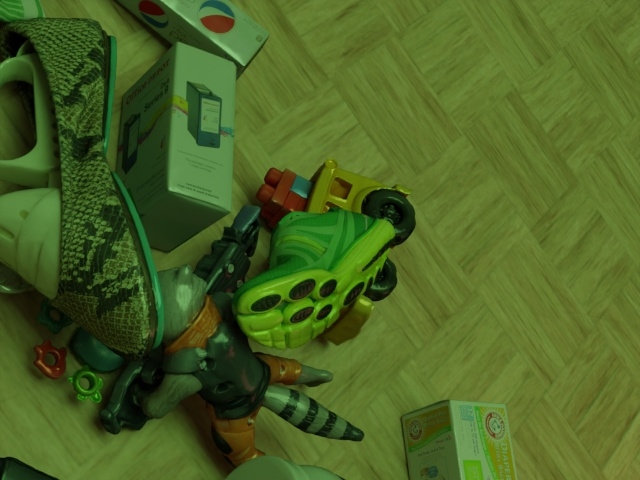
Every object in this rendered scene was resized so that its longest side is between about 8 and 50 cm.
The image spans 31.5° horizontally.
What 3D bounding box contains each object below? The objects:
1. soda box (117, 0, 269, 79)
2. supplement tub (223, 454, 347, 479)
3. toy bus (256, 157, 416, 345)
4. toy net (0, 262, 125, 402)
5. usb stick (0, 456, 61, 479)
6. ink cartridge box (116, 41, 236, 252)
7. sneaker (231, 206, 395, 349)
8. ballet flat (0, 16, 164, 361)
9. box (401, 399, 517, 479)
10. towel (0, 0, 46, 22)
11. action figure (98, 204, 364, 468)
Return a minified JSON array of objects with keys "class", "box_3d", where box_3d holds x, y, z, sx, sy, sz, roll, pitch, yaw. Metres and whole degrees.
[{"class":"soda box","box_3d":[-0.179,-0.309,1.537,0.216,0.069,0.074,38,59,-8]},{"class":"supplement tub","box_3d":[0.012,0.372,1.300,0.272,0.191,0.191,33,52,-34]},{"class":"toy bus","box_3d":[0.000,0.000,1.533,0.211,0.149,0.220,27,57,-12]},{"class":"toy net","box_3d":[-0.319,0.080,1.289,0.232,0.045,0.122,44,52,-12]},{"class":"usb stick","box_3d":[-0.244,0.319,1.234,0.278,0.045,0.077,32,52,-25]},{"class":"ink cartridge box","box_3d":[-0.182,-0.114,1.414,0.093,0.154,0.212,19,60,-31]},{"class":"sneaker","box_3d":[-0.023,0.038,1.356,0.123,0.109,0.295,26,30,22]},{"class":"ballet flat","box_3d":[-0.300,-0.070,1.274,0.182,0.164,0.483,2,52,-24]},{"class":"box","box_3d":[0.196,0.329,1.555,0.114,0.103,0.203,9,64,-37]},{"class":"towel","box_3d":[-0.447,-0.378,1.297,0.248,0.038,0.325,69,17,9]},{"class":"action figure","box_3d":[-0.087,0.121,1.357,0.330,0.178,0.341,46,59,-38]}]
